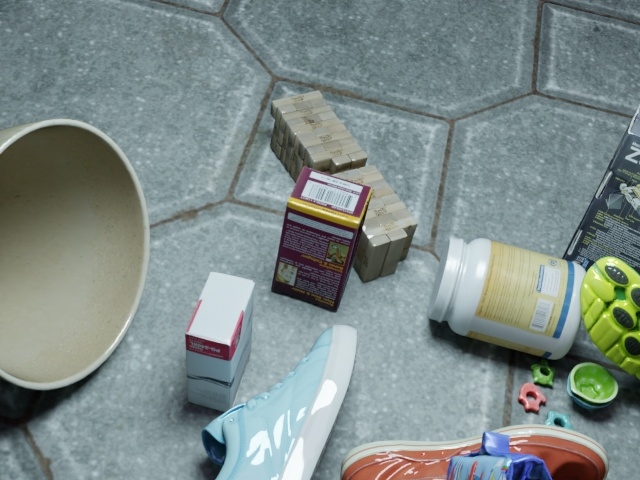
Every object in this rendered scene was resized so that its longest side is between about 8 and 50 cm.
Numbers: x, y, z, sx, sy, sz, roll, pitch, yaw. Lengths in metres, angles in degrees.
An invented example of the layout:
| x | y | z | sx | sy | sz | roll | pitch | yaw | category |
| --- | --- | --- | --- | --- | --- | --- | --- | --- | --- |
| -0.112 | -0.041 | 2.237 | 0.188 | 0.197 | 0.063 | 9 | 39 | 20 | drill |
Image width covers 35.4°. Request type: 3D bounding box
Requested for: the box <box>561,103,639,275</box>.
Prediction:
| x | y | z | sx | sy | sz | roll | pitch | yaw | category |
| --- | --- | --- | --- | --- | --- | --- | --- | --- | --- |
| 0.571 | 0.021 | 1.434 | 0.395 | 0.318 | 0.097 | 25 | 48 | 13 | box |

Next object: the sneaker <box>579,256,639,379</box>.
| x | y | z | sx | sy | sz | roll | pitch | yaw | category |
| --- | --- | --- | --- | --- | --- | --- | --- | --- | --- |
| 0.452 | 0.128 | 1.401 | 0.295 | 0.109 | 0.123 | 47 | 22 | -23 | sneaker |

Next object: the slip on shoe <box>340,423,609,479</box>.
| x | y | z | sx | sy | sz | roll | pitch | yaw | category |
| --- | --- | --- | --- | --- | --- | --- | --- | --- | --- |
| 0.192 | 0.300 | 1.222 | 0.331 | 0.123 | 0.101 | -3 | 34 | -5 | slip on shoe |

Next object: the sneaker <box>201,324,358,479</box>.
| x | y | z | sx | sy | sz | roll | pitch | yaw | category |
| --- | --- | --- | --- | --- | --- | --- | --- | --- | --- |
| -0.061 | 0.227 | 1.237 | 0.150 | 0.135 | 0.366 | 22 | 46 | 5 | sneaker |

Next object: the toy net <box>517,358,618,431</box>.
| x | y | z | sx | sy | sz | roll | pitch | yaw | category |
| --- | --- | --- | --- | --- | --- | --- | --- | --- | --- |
| 0.321 | 0.253 | 1.353 | 0.122 | 0.045 | 0.232 | 23 | 48 | 8 | toy net |

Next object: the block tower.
| x | y | z | sx | sy | sz | roll | pitch | yaw | category |
| --- | --- | --- | --- | --- | --- | --- | --- | --- | --- |
| 0.030 | -0.091 | 1.581 | 0.091 | 0.097 | 0.335 | -16 | 55 | -25 | block tower |

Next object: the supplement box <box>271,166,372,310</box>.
| x | y | z | sx | sy | sz | roll | pitch | yaw | category |
| --- | --- | --- | --- | --- | --- | --- | --- | --- | --- |
| 0.000 | 0.000 | 1.422 | 0.104 | 0.188 | 0.081 | 18 | 46 | 5 | supplement box |

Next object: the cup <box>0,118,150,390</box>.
| x | y | z | sx | sy | sz | roll | pitch | yaw | category |
| --- | --- | --- | --- | --- | --- | --- | --- | --- | --- |
| -0.414 | 0.007 | 1.278 | 0.237 | 0.331 | 0.331 | 6 | 41 | 29 | cup |

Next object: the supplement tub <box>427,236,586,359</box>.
| x | y | z | sx | sy | sz | roll | pitch | yaw | category |
| --- | --- | --- | --- | --- | --- | --- | --- | --- | --- |
| 0.266 | 0.079 | 1.435 | 0.200 | 0.144 | 0.144 | 15 | 47 | 2 | supplement tub |

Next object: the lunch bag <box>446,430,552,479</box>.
| x | y | z | sx | sy | sz | roll | pitch | yaw | category |
| --- | --- | --- | --- | --- | --- | --- | --- | --- | --- |
| 0.184 | 0.348 | 1.039 | 0.138 | 0.221 | 0.293 | 7 | 76 | -6 | lunch bag |

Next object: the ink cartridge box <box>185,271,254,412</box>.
| x | y | z | sx | sy | sz | roll | pitch | yaw | category |
| --- | --- | --- | --- | --- | --- | --- | --- | --- | --- |
| -0.130 | 0.133 | 1.300 | 0.063 | 0.150 | 0.109 | 13 | 46 | 5 | ink cartridge box |
